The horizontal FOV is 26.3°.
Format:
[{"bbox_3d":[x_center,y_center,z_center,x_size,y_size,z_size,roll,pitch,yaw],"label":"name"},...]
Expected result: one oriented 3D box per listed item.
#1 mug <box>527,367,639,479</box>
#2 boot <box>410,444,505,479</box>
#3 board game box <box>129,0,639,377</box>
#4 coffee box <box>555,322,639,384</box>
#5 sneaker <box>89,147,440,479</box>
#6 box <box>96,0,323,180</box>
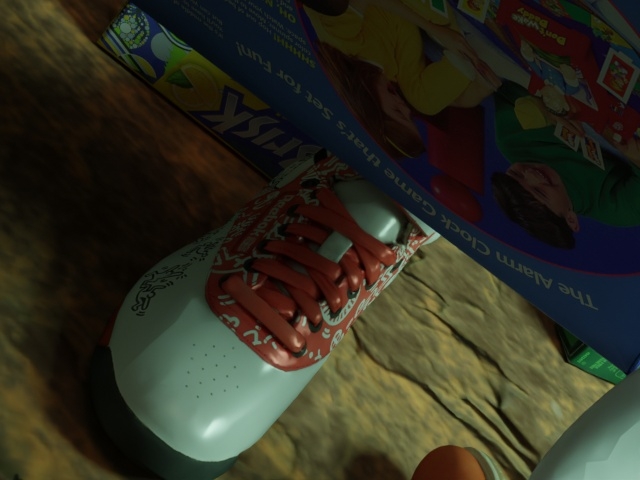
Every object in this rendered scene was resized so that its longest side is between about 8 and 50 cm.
[{"bbox_3d":[0.147,0.179,0.428,0.276,0.328,0.374,31,33,-24],"label":"mug"},{"bbox_3d":[0.035,0.133,0.618,0.085,0.059,0.158,36,32,-6],"label":"boot"},{"bbox_3d":[0.027,-0.120,0.529,0.347,0.233,0.078,38,68,14],"label":"board game box"},{"bbox_3d":[0.261,0.066,0.920,0.184,0.113,0.040,24,33,-29],"label":"coffee box"},{"bbox_3d":[-0.001,-0.001,0.646,0.090,0.145,0.270,45,30,0],"label":"sneaker"},{"bbox_3d":[-0.040,-0.090,0.790,0.169,0.059,0.054,38,33,-13],"label":"box"}]
